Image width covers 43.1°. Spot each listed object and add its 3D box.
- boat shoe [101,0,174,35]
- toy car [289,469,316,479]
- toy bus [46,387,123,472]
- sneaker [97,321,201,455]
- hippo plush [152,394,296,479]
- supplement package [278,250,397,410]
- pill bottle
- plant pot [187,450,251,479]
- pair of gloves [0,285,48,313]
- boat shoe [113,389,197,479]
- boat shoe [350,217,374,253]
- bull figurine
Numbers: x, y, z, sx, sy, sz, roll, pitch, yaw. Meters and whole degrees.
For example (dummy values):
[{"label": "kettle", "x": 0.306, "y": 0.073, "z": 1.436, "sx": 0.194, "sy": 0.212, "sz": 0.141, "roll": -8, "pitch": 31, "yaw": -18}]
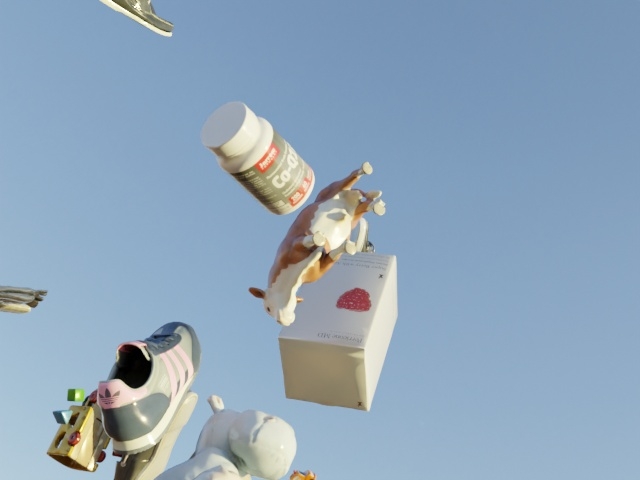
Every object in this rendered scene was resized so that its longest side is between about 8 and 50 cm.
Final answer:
[{"label": "boat shoe", "x": -0.380, "y": -0.493, "z": 1.675, "sx": 0.084, "sy": 0.079, "sz": 0.233, "roll": 36, "pitch": 6, "yaw": 35}, {"label": "toy car", "x": -0.043, "y": 0.463, "z": 1.506, "sx": 0.060, "sy": 0.122, "sz": 0.040, "roll": -38, "pitch": -84, "yaw": 11}, {"label": "toy bus", "x": -0.514, "y": 0.402, "z": 1.775, "sx": 0.104, "sy": 0.202, "sz": 0.191, "roll": -4, "pitch": -86, "yaw": 32}, {"label": "sneaker", "x": -0.274, "y": 0.197, "z": 1.317, "sx": 0.112, "sy": 0.319, "sz": 0.131, "roll": -11, "pitch": -66, "yaw": 8}, {"label": "hippo plush", "x": -0.149, "y": 0.397, "z": 1.300, "sx": 0.294, "sy": 0.236, "sz": 0.234, "roll": -11, "pitch": -65, "yaw": 34}, {"label": "supplement package", "x": 0.045, "y": 0.174, "z": 1.652, "sx": 0.177, "sy": 0.293, "sz": 0.175, "roll": 6, "pitch": -53, "yaw": 14}, {"label": "pill bottle", "x": -0.152, "y": -0.199, "z": 1.974, "sx": 0.161, "sy": 0.161, "sz": 0.283, "roll": -8, "pitch": -35, "yaw": 33}, {"label": "plant pot", "x": -0.186, "y": 0.425, "z": 1.420, "sx": 0.096, "sy": 0.109, "sz": 0.109, "roll": 48, "pitch": -49, "yaw": -9}, {"label": "pair of gloves", "x": -0.759, "y": 0.129, "z": 1.875, "sx": 0.204, "sy": 0.042, "sz": 0.240, "roll": 12, "pitch": -18, "yaw": -33}, {"label": "boat shoe", "x": -0.383, "y": 0.449, "z": 1.767, "sx": 0.095, "sy": 0.335, "sz": 0.112, "roll": 31, "pitch": 6, "yaw": 19}, {"label": "boat shoe", "x": 0.110, "y": 0.035, "z": 2.221, "sx": 0.076, "sy": 0.080, "sz": 0.229, "roll": -1, "pitch": -58, "yaw": -19}, {"label": "bull figurine", "x": 0.000, "y": 0.000, "z": 1.387, "sx": 0.101, "sy": 0.310, "sz": 0.188, "roll": 40, "pitch": -35, "yaw": -16}]
